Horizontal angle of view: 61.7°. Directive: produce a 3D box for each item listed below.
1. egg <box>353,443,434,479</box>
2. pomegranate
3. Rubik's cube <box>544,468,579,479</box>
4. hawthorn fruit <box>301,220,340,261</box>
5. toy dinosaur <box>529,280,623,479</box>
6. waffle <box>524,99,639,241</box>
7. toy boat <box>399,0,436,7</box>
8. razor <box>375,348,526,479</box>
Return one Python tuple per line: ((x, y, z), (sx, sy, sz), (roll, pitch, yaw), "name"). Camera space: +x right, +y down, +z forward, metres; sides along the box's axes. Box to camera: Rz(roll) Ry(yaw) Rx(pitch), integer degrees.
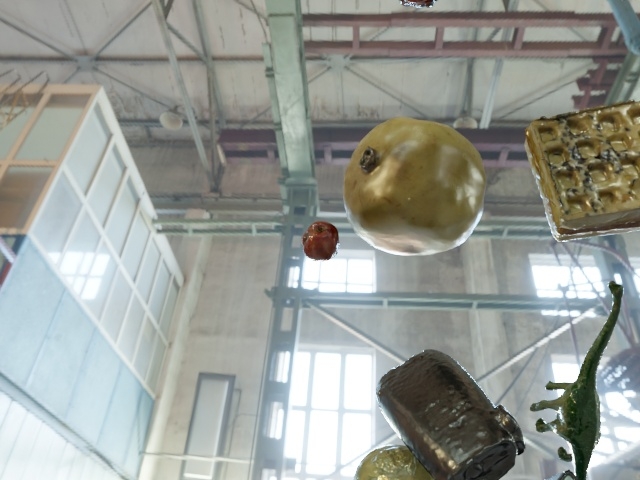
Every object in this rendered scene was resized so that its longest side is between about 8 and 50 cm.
((0.157, 0.490, 1.071), (0.164, 0.164, 0.201), (30, -35, -30), "egg")
((0.208, -0.118, 1.234), (0.333, 0.332, 0.332), (3, -37, 2), "pomegranate")
((0.434, 0.573, 1.000), (0.180, 0.183, 0.167), (-17, -30, -38), "Rubik's cube")
((0.000, 0.000, 1.146), (0.093, 0.093, 0.093), (3, -37, 2), "hawthorn fruit")
((0.543, 0.332, 1.047), (0.087, 0.447, 0.301), (1, -23, -21), "toy dinosaur")
((0.608, -0.150, 1.028), (0.376, 0.261, 0.114), (-8, -25, 7), "waffle")
((0.176, -0.400, 0.785), (0.173, 0.059, 0.069), (-31, -90, 50), "toy boat")
((0.233, 0.330, 1.028), (0.189, 0.327, 0.107), (-32, -69, -7), "razor")
